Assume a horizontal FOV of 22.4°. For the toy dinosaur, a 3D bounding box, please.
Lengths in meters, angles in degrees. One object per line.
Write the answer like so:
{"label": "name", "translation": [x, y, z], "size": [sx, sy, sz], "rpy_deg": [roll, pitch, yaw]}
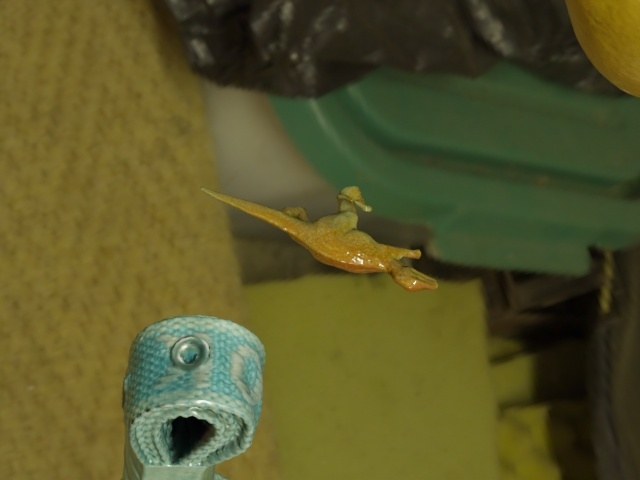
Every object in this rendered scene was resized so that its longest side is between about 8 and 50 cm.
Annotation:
{"label": "toy dinosaur", "translation": [0.000, 0.000, 1.235], "size": [0.162, 0.039, 0.126], "rpy_deg": [4, 30, -28]}

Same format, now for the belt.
{"label": "belt", "translation": [-0.089, 0.143, 1.044], "size": [0.087, 0.302, 0.072], "rpy_deg": [1, 60, -9]}

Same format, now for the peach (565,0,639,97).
{"label": "peach", "translation": [0.243, -0.213, 1.043], "size": [0.251, 0.153, 0.251], "rpy_deg": [-43, 146, -38]}
